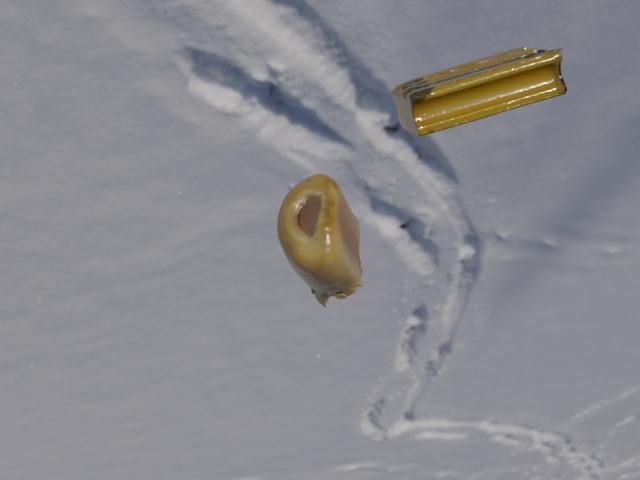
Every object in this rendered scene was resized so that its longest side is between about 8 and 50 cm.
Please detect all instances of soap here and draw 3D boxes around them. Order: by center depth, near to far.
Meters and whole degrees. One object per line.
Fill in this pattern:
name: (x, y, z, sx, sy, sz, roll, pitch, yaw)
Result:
soap: (0.324, -0.314, 1.571, 0.325, 0.204, 0.096, -16, 108, 0)

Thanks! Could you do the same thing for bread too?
bread: (-0.002, 0.000, 0.973, 0.085, 0.134, 0.173, -7, 155, 13)
